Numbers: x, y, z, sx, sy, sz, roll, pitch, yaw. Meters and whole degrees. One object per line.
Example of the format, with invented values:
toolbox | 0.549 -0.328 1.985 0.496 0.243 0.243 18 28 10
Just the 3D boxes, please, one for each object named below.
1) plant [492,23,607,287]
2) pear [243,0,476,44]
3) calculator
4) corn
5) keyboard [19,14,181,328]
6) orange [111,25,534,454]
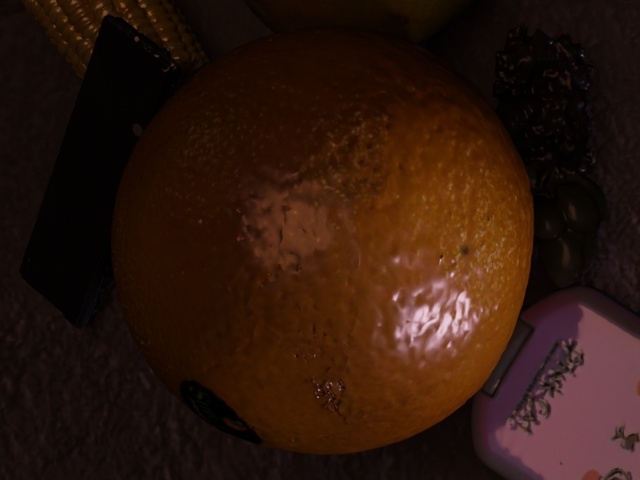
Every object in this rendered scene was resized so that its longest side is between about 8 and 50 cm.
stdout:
plant | 0.149 -0.055 1.245 0.087 0.085 0.174 -12 85 42
pear | 0.023 -0.218 1.239 0.200 0.200 0.200 -2 83 19
calculator | 0.212 0.134 1.215 0.246 0.045 0.141 34 96 18
corn | -0.170 -0.185 1.355 0.093 0.093 0.244 -39 79 11
keyboard | -0.154 -0.046 1.322 0.072 0.023 0.231 39 125 23
orange | 0.000 0.000 1.185 0.274 0.274 0.274 -2 83 19
